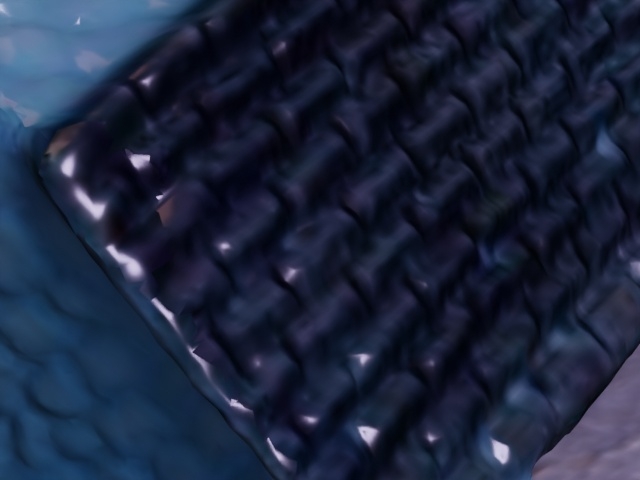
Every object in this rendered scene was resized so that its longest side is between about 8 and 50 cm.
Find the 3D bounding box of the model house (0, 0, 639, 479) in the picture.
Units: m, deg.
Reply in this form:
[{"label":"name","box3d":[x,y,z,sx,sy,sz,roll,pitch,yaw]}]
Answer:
[{"label":"model house","box3d":[0.000,0.000,0.581,0.241,0.226,0.261,32,47,16]}]
